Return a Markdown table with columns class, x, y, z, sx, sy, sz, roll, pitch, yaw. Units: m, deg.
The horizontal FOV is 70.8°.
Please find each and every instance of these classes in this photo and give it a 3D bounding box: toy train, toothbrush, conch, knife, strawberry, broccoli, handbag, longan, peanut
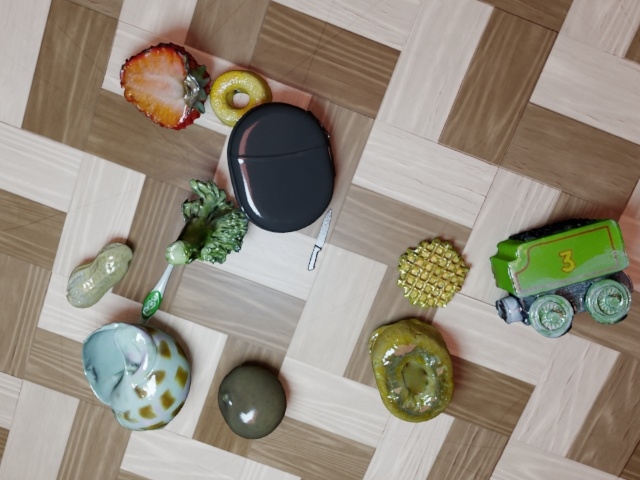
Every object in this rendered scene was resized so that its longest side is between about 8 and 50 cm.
| class | x | y | z | sx | sy | sz | roll | pitch | yaw |
| --- | --- | --- | --- | --- | --- | --- | --- | --- | --- |
| toy train | 0.571 | 0.085 | 1.084 | 0.306 | 0.173 | 0.249 | -16 | 93 | 5 |
| toothbrush | -0.452 | 0.176 | 1.198 | 0.042 | 0.040 | 0.418 | 28 | 104 | -10 |
| conch | -0.454 | 0.356 | 1.145 | 0.249 | 0.197 | 0.369 | 7 | 102 | 4 |
| knife | 0.000 | 0.000 | 1.162 | 0.023 | 0.010 | 0.171 | 18 | 99 | -1 |
| strawberry | -0.355 | -0.368 | 1.068 | 0.236 | 0.111 | 0.190 | 18 | 112 | 22 |
| broccoli | -0.263 | -0.043 | 1.032 | 0.176 | 0.275 | 0.199 | 13 | 90 | 1 |
| handbag | -0.086 | -0.168 | 1.063 | 0.253 | 0.093 | 0.309 | -14 | 105 | -12 |
| longan | -0.176 | 0.414 | 1.164 | 0.189 | 0.189 | 0.190 | 0 | 100 | 2 |
| peanut | -0.567 | 0.086 | 1.155 | 0.214 | 0.090 | 0.099 | -40 | 87 | 5 |

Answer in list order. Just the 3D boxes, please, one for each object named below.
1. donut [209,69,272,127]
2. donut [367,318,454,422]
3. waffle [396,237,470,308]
| class | x | y | z | sx | sy | sz | roll | pitch | yaw |
| --- | --- | --- | --- | --- | --- | --- | --- | --- | --- |
| donut | -0.194 | -0.342 | 1.084 | 0.151 | 0.058 | 0.152 | 1 | 101 | 4 |
| donut | 0.238 | 0.332 | 1.156 | 0.208 | 0.128 | 0.262 | -21 | 101 | 5 |
| waffle | 0.283 | 0.086 | 1.155 | 0.190 | 0.038 | 0.191 | 0 | 100 | 1 |
